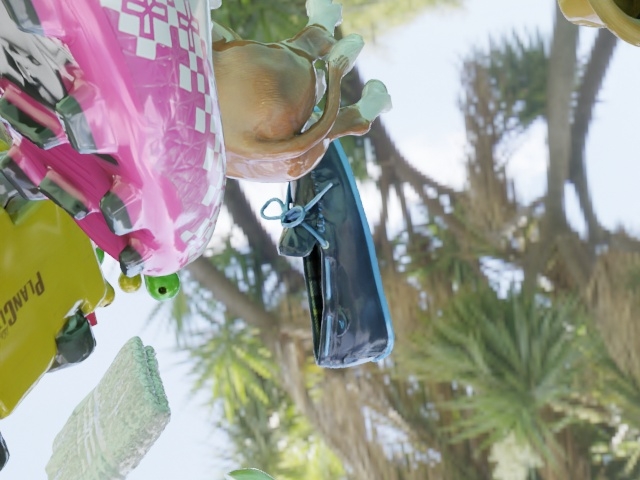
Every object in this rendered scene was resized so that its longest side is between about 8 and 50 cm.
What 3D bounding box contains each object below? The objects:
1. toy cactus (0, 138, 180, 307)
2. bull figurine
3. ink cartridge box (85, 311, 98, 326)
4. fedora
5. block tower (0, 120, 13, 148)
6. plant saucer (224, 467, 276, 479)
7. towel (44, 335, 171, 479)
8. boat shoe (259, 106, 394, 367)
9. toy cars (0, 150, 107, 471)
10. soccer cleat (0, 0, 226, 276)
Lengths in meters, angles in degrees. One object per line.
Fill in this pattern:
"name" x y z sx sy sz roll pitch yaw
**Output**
"toy cactus" -0.203 -0.036 1.120 0.219 0.112 0.180 21 -128 12
"bull figurine" -0.105 -0.118 0.906 0.310 0.101 0.188 23 -140 28
"ink cartridge box" -0.337 0.047 1.576 0.109 0.150 0.063 -19 -139 -17
"fedora" 0.330 -0.301 1.551 0.079 0.194 0.194 -22 -170 42
"block tower" -0.507 -0.058 1.601 0.097 0.091 0.335 8 -141 41
"plant saucer" -0.031 0.389 1.841 0.037 0.241 0.241 -49 -142 -14
"towel" -0.254 0.224 1.571 0.187 0.049 0.282 -53 -163 2
"boat shoe" 0.000 0.000 1.279 0.089 0.258 0.109 -17 179 -10
"toy cars" -0.170 0.130 0.533 0.087 0.176 0.394 -8 -116 19
"soccer cleat" -0.067 -0.125 0.416 0.116 0.331 0.143 31 -118 34
